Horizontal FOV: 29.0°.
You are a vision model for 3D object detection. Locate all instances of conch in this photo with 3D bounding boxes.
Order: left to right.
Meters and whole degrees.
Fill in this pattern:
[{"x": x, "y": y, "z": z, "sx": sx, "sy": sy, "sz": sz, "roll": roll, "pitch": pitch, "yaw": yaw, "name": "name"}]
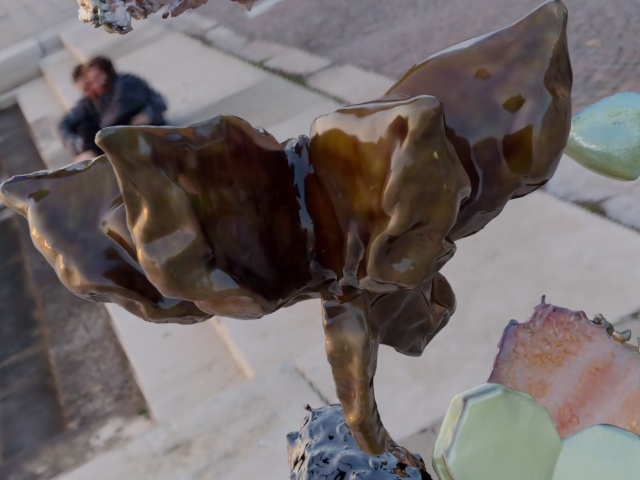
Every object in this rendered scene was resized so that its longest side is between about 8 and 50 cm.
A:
[{"x": 0.306, "y": -0.096, "z": 1.233, "sx": 0.180, "sy": 0.088, "sz": 0.065, "roll": 9, "pitch": 53, "yaw": -4, "name": "conch"}]

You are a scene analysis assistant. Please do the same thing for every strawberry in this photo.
[{"x": 0.301, "y": 0.233, "z": 1.383, "sx": 0.253, "sy": 0.150, "sz": 0.280, "roll": 17, "pitch": 73, "yaw": 19, "name": "strawberry"}]

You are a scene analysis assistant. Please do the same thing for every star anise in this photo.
[{"x": 0.002, "y": -0.006, "z": 0.430, "sx": 0.196, "sy": 0.212, "sz": 0.111, "roll": -43, "pitch": 49, "yaw": 37, "name": "star anise"}]

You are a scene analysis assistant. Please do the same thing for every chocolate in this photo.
[{"x": 0.028, "y": 0.204, "z": 1.090, "sx": 0.156, "sy": 0.156, "sz": 0.133, "roll": -23, "pitch": 46, "yaw": 3, "name": "chocolate"}]

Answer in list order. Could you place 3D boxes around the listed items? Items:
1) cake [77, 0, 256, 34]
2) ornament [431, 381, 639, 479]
[{"x": -0.060, "y": -0.187, "z": 0.678, "sx": 0.098, "sy": 0.135, "sz": 0.287, "roll": 7, "pitch": 32, "yaw": 7, "name": "cake"}, {"x": 0.182, "y": 0.226, "z": 1.042, "sx": 0.059, "sy": 0.201, "sz": 0.180, "roll": 151, "pitch": 140, "yaw": -75, "name": "ornament"}]
